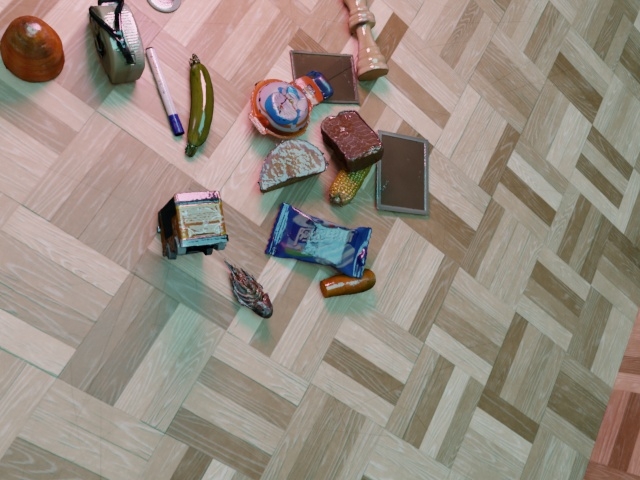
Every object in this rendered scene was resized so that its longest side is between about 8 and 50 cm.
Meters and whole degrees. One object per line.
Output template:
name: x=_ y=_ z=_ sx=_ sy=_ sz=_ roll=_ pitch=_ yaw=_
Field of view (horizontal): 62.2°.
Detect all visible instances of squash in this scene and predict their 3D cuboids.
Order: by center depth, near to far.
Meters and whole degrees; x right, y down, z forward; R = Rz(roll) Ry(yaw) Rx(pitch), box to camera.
squash: x=-0.365 y=-0.411 z=1.616 sx=0.071 sy=0.080 sz=0.319 roll=12 pitch=78 yaw=-63

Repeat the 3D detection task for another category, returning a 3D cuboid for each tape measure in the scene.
tape measure: x=-0.571 y=-0.569 z=1.458 sx=0.115 sy=0.207 sz=0.235 roll=-19 pitch=96 yaw=-24

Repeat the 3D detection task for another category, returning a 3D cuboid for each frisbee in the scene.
frisbee: x=-0.480 y=-0.752 z=1.623 sx=0.110 sy=0.014 sz=0.110 roll=3 pitch=83 yaw=-26

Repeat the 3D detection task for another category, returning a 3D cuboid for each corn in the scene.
corn: x=0.115 y=-0.229 z=1.821 sx=0.091 sy=0.091 sz=0.260 roll=50 pitch=61 yaw=-32

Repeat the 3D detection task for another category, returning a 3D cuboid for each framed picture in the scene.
framed picture: x=0.016 y=-0.566 z=1.847 sx=0.250 sy=0.016 sz=0.184 roll=-7 pitch=88 yaw=-27
framed picture: x=0.302 y=-0.247 z=1.954 sx=0.232 sy=0.019 sz=0.296 roll=6 pitch=82 yaw=-26

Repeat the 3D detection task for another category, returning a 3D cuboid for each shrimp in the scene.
shrimp: x=-0.228 y=0.148 z=1.624 sx=0.090 sy=0.079 sz=0.233 roll=-41 pitch=98 yaw=-29

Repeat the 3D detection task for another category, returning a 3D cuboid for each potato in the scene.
potato: x=-0.111 y=-0.245 z=1.708 sx=0.243 sy=0.098 sz=0.138 roll=-20 pitch=90 yaw=-20

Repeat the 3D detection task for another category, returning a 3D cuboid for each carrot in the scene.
carrot: x=-0.744 y=-0.509 z=1.359 sx=0.159 sy=0.225 sz=0.159 roll=0 pitch=89 yaw=-24
carrot: x=0.095 y=0.144 z=1.776 sx=0.193 sy=0.087 sz=0.087 roll=-11 pitch=90 yaw=-29

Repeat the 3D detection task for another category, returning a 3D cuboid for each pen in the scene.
pen: x=-0.466 y=-0.445 z=1.589 sx=0.033 sy=0.033 sz=0.269 roll=-20 pitch=93 yaw=-26

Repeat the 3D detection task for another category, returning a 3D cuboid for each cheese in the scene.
cheese: x=-0.096 y=-0.446 z=1.714 sx=0.329 sy=0.129 sz=0.217 roll=-39 pitch=95 yaw=-30

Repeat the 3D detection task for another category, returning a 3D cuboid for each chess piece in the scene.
chess piece: x=0.142 y=-0.775 z=1.880 sx=0.117 sy=0.117 sz=0.397 roll=-13 pitch=89 yaw=-27

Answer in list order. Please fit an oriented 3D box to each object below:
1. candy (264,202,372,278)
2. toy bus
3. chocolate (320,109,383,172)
candy: x=0.000 y=0.000 z=1.737 sx=0.331 sy=0.077 sz=0.187 roll=16 pitch=79 yaw=-7
toy bus: x=-0.360 y=-0.039 z=1.467 sx=0.138 sy=0.275 sz=0.167 roll=-8 pitch=85 yaw=-27
chocolate: x=0.100 y=-0.332 z=1.779 sx=0.148 sy=0.093 sz=0.214 roll=-24 pitch=58 yaw=-15
